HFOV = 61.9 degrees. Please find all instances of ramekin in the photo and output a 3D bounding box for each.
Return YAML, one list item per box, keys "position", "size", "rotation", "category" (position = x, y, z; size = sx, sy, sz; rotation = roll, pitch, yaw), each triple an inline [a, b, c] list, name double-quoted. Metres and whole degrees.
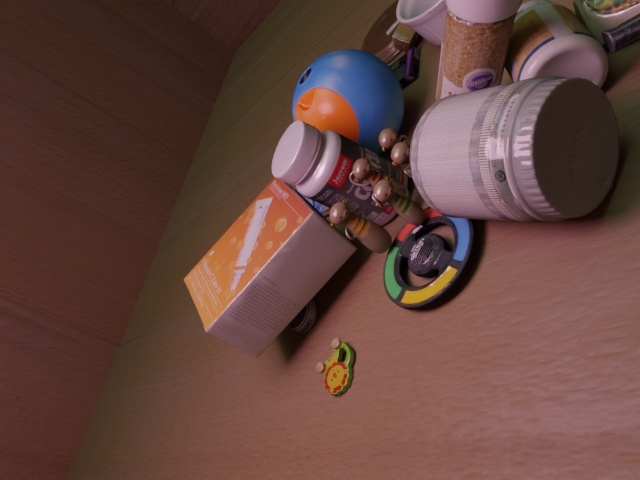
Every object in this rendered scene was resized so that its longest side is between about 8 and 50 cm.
- position: [0.342, -0.645, 1.382]
  size: [0.277, 0.135, 0.277]
  rotation: [-40, 34, 34]
  category: "ramekin"

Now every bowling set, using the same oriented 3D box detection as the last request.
- position: [0.162, -0.128, 1.082]
  size: [0.199, 0.154, 0.287]
  rotation: [-16, 45, 58]
  category: "bowling set"

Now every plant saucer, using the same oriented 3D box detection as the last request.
- position: [0.223, -0.670, 1.707]
  size: [0.278, 0.041, 0.278]
  rotation: [-39, 34, 33]
  category: "plant saucer"

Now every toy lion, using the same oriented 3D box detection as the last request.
- position: [0.038, 0.268, 1.112]
  size: [0.100, 0.034, 0.096]
  rotation: [-58, 35, 2]
  category: "toy lion"

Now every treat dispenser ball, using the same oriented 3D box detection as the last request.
- position: [0.071, -0.340, 1.371]
  size: [0.288, 0.288, 0.288]
  rotation: [-39, 34, 33]
  category: "treat dispenser ball"

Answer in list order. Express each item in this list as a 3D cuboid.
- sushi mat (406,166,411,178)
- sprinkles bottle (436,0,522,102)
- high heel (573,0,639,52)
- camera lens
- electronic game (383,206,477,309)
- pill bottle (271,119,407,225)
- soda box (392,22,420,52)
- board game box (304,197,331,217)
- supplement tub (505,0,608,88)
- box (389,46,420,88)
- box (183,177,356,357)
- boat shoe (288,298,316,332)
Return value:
- position: [0.299, -0.276, 1.219]
  size: [0.317, 0.019, 0.151]
  rotation: [-63, 27, -6]
  category: "sushi mat"
- position: [0.277, -0.325, 0.973]
  size: [0.121, 0.355, 0.121]
  rotation: [-3, 59, 5]
  category: "sprinkles bottle"
- position: [0.547, -0.409, 0.904]
  size: [0.186, 0.093, 0.261]
  rotation: [-24, 31, 21]
  category: "high heel"
- position: [0.299, -0.142, 0.872]
  size: [0.274, 0.219, 0.220]
  rotation: [10, 72, 61]
  category: "camera lens"
- position: [0.208, 0.028, 1.043]
  size: [0.229, 0.048, 0.229]
  rotation: [-40, 34, 34]
  category: "electronic game"
- position: [0.044, -0.151, 1.216]
  size: [0.161, 0.283, 0.161]
  rotation: [-41, 37, 42]
  category: "pill bottle"
- position: [0.276, -0.639, 1.543]
  size: [0.058, 0.061, 0.181]
  rotation: [28, 87, 18]
  category: "soda box"
- position: [0.010, -0.176, 1.588]
  size: [0.145, 0.027, 0.281]
  rotation: [-29, 40, 47]
  category: "board game box"
- position: [0.409, -0.334, 0.960]
  size: [0.144, 0.144, 0.200]
  rotation: [-40, 33, 32]
  category: "supplement tub"
- position: [0.215, -0.469, 1.535]
  size: [0.162, 0.029, 0.116]
  rotation: [-27, 41, 44]
  category: "box"
- position: [-0.124, 0.057, 1.241]
  size: [0.345, 0.168, 0.215]
  rotation: [-48, 39, 4]
  category: "box"
- position: [-0.102, 0.123, 1.398]
  size: [0.113, 0.105, 0.306]
  rotation: [-50, 29, 17]
  category: "boat shoe"
